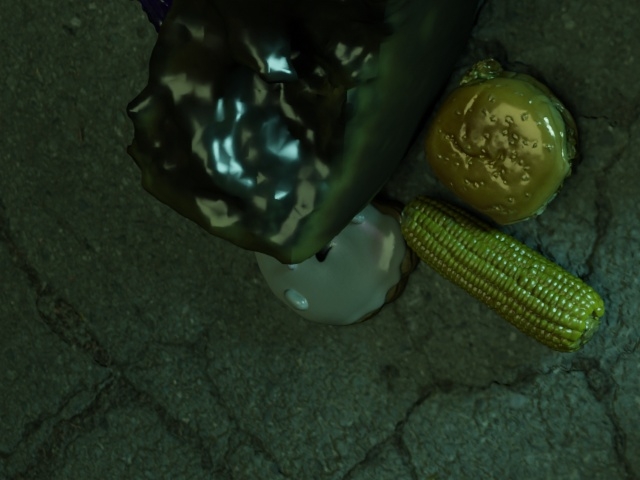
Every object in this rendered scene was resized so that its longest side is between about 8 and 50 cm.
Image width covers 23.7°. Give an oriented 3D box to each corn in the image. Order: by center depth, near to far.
[{"bbox_3d":[0.179,0.032,1.533,0.231,0.080,0.080,33,117,23],"label":"corn"}]

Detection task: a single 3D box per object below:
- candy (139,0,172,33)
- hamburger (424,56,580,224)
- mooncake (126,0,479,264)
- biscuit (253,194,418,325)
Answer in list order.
[{"bbox_3d":[-0.090,-0.308,1.617,0.275,0.070,0.145,-37,89,25],"label":"candy"},{"bbox_3d":[0.179,-0.095,1.497,0.147,0.083,0.138,40,115,13],"label":"hamburger"},{"bbox_3d":[-0.027,-0.181,1.417,0.246,0.393,0.394,35,95,20],"label":"mooncake"},{"bbox_3d":[0.000,0.000,1.651,0.208,0.049,0.181,42,119,14],"label":"biscuit"}]
